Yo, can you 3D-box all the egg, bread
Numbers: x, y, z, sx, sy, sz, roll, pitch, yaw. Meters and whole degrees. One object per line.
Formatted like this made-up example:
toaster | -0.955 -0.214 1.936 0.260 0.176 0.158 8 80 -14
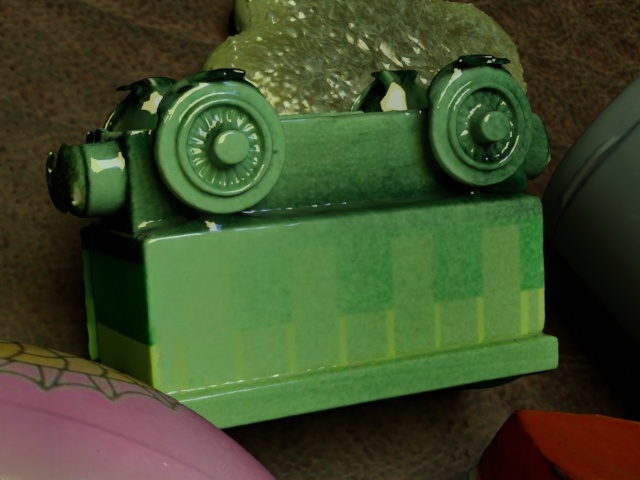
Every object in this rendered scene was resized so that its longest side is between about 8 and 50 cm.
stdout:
egg | -0.140 0.141 0.527 0.271 0.196 0.196 21 54 -9
bread | 0.022 -0.116 0.854 0.207 0.056 0.286 41 51 0

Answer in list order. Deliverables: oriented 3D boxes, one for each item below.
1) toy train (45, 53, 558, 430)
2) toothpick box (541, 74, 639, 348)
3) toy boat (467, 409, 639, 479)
toy train | 0.000 0.000 0.687 0.301 0.120 0.202 -6 99 -28
toothpick box | 0.328 0.052 0.769 0.263 0.263 0.355 -22 64 -33
toy boat | 0.219 0.202 0.654 0.332 0.133 0.145 23 26 27
